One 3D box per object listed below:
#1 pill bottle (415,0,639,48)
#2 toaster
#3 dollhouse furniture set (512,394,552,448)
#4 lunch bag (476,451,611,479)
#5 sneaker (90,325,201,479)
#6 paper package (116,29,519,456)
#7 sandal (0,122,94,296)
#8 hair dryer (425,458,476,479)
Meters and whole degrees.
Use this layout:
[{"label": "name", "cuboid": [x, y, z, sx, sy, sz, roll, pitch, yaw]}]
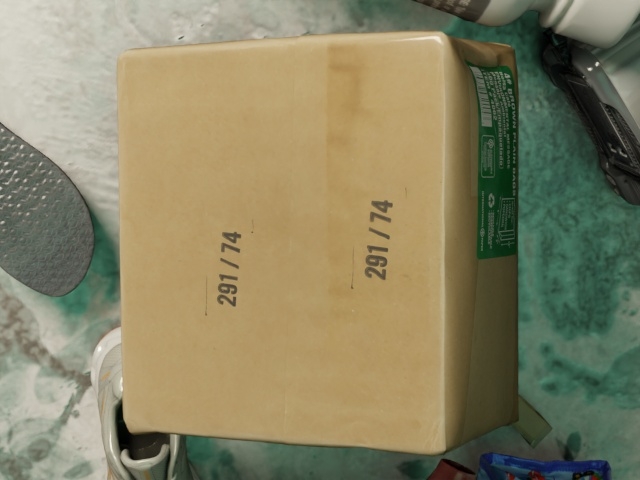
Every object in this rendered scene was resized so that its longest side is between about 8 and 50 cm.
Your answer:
[{"label": "pill bottle", "cuboid": [0.097, -0.294, 1.102, 0.361, 0.204, 0.204, 20, 100, -4]}, {"label": "toaster", "cuboid": [0.309, -0.143, 1.247, 0.146, 0.129, 0.227, -35, 108, -4]}, {"label": "dollhouse furniture set", "cuboid": [0.135, 0.171, 1.278, 0.182, 0.161, 0.101, 43, 94, -16]}, {"label": "lunch bag", "cuboid": [0.218, 0.374, 1.251, 0.138, 0.293, 0.220, 5, 118, -11]}, {"label": "sneaker", "cuboid": [-0.160, 0.216, 1.260, 0.099, 0.121, 0.262, -13, 106, -5]}, {"label": "paper package", "cuboid": [0.000, 0.000, 1.118, 0.310, 0.168, 0.324, 1, 94, 25]}, {"label": "sandal", "cuboid": [-0.291, -0.062, 1.209, 0.097, 0.054, 0.254, -40, 97, -6]}, {"label": "hair dryer", "cuboid": [0.020, 0.293, 1.242, 0.294, 0.080, 0.223, -28, 106, -6]}]
